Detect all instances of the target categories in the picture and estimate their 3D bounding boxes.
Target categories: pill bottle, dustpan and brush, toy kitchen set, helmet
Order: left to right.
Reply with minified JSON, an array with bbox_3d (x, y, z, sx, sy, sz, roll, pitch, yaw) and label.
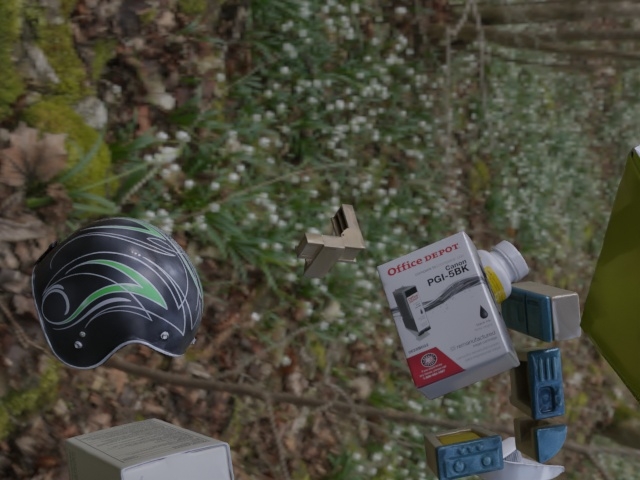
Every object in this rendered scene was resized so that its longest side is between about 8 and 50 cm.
[{"bbox_3d":[-0.212,0.058,1.152,0.161,0.169,0.169,-21,116,5],"label":"helmet"},{"bbox_3d":[0.000,0.000,1.377,0.083,0.068,0.075,6,49,-27],"label":"toy kitchen set"},{"bbox_3d":[0.172,0.051,1.187,0.116,0.065,0.065,-34,120,-8],"label":"pill bottle"},{"bbox_3d":[0.253,0.318,1.543,0.211,0.147,0.060,-13,112,-54],"label":"dustpan and brush"},{"bbox_3d":[0.205,0.165,1.230,0.166,0.122,0.207,-7,95,-15],"label":"toy kitchen set"}]

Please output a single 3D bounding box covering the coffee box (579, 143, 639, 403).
[{"bbox_3d":[0.486,0.059,0.972,0.334,0.338,0.337,-27,150,-11],"label":"coffee box"}]

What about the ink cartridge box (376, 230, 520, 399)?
[{"bbox_3d":[0.123,0.073,1.043,0.056,0.099,0.135,44,25,-61],"label":"ink cartridge box"}]

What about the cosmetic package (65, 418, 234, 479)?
[{"bbox_3d":[-0.239,0.336,1.465,0.153,0.296,0.129,-9,91,-26],"label":"cosmetic package"}]
